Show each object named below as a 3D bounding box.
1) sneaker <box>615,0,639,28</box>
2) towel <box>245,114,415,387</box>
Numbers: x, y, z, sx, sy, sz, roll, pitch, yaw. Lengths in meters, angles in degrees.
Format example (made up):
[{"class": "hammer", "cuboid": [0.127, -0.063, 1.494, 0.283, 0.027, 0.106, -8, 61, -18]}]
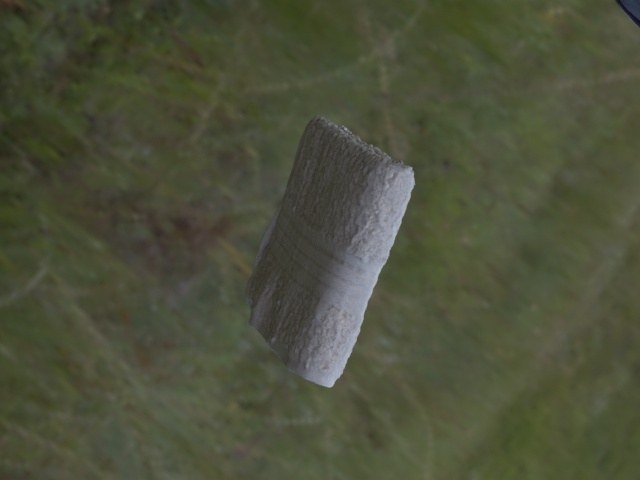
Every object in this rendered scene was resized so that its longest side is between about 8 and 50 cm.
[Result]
[{"class": "sneaker", "cuboid": [0.314, -0.159, 1.314, 0.083, 0.223, 0.098, -63, 174, 1]}, {"class": "towel", "cuboid": [0.000, 0.000, 1.518, 0.282, 0.049, 0.187, -140, -111, -74]}]
